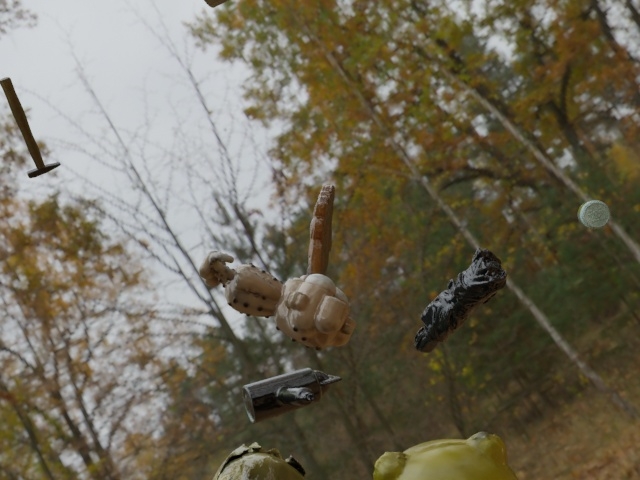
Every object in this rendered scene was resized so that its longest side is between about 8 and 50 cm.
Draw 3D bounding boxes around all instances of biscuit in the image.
[{"bbox_3d":[0.000,0.000,1.839,0.043,0.280,0.183,5,-33,11],"label":"biscuit"}]

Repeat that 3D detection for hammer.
[{"bbox_3d":[-0.519,-0.201,1.567,0.062,0.013,0.199,-21,-50,-13],"label":"hammer"}]

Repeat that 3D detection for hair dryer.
[{"bbox_3d":[-0.028,0.293,1.704,0.196,0.078,0.248,-15,-1,-19],"label":"hair dryer"}]

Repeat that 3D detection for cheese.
[{"bbox_3d":[-0.082,0.458,1.358,0.128,0.316,0.259,-26,-43,26],"label":"cheese"}]

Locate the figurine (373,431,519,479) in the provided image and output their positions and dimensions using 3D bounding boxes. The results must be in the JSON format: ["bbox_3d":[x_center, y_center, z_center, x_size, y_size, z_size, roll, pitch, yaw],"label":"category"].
[{"bbox_3d":[0.200,0.451,1.286,0.324,0.340,0.231,-15,7,-4],"label":"figurine"}]

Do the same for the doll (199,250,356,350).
[{"bbox_3d":[-0.071,0.093,1.487,0.154,0.278,0.119,100,-165,-74],"label":"doll"}]

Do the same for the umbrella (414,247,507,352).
[{"bbox_3d":[0.205,0.105,1.351,0.059,0.066,0.235,12,-43,-19],"label":"umbrella"}]

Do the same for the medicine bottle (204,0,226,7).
[{"bbox_3d":[-0.103,-0.367,1.171,0.130,0.080,0.080,-24,-10,16],"label":"medicine bottle"}]

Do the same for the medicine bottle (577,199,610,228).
[{"bbox_3d":[0.440,-0.042,1.423,0.047,0.047,0.083,-34,-6,11],"label":"medicine bottle"}]
